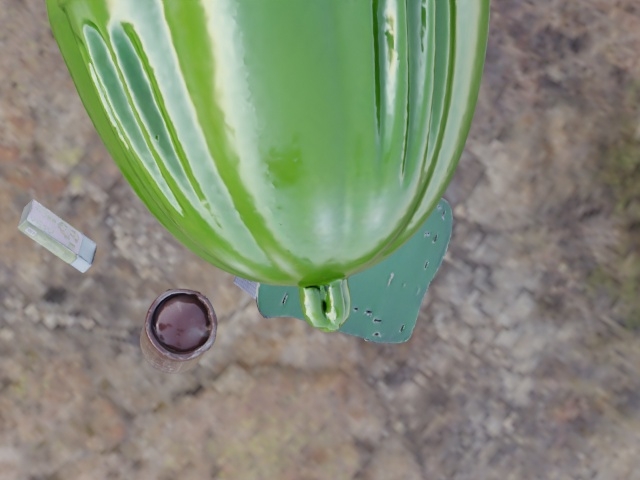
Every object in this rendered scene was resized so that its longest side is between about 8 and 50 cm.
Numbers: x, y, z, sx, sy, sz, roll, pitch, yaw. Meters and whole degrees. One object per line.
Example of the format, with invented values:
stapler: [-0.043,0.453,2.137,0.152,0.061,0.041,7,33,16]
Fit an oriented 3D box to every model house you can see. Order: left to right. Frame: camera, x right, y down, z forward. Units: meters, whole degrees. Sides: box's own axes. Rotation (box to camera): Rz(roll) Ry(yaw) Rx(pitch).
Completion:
model house: [0.000,0.000,1.173,0.167,0.088,0.117,12,99,-44]

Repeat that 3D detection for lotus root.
lotus root: [-0.011,-0.046,0.655,0.186,0.186,0.186,-18,125,-29]

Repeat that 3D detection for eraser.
eraser: [-0.265,-0.004,1.672,0.083,0.038,0.019,38,120,-22]

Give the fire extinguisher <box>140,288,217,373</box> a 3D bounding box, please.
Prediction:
fire extinguisher: [-0.197,0.123,2.228,0.104,0.269,0.105,1,81,-7]
